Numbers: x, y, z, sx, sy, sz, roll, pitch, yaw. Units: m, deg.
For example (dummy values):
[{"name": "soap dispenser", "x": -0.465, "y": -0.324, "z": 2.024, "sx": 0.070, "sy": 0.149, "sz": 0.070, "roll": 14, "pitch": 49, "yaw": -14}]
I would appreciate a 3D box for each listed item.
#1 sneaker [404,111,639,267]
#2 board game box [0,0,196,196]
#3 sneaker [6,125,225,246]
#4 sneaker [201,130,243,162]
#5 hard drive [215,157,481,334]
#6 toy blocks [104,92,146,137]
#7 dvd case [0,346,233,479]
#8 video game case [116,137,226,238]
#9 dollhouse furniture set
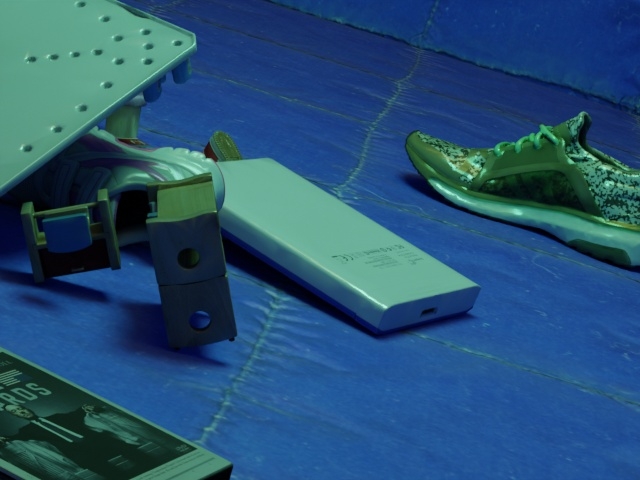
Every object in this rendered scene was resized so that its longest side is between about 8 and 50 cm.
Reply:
[{"name": "sneaker", "x": 0.325, "y": -0.110, "z": 2.380, "sx": 0.410, "sy": 0.182, "sz": 0.158, "roll": 20, "pitch": 16, "yaw": 13}, {"name": "board game box", "x": -0.391, "y": -0.158, "z": 1.718, "sx": 0.390, "sy": 0.050, "sz": 0.390, "roll": 26, "pitch": 50, "yaw": 29}, {"name": "sneaker", "x": -0.235, "y": -0.056, "z": 1.772, "sx": 0.252, "sy": 0.103, "sz": 0.111, "roll": 8, "pitch": 30, "yaw": 10}, {"name": "sneaker", "x": -0.121, "y": -0.072, "z": 2.076, "sx": 0.042, "sy": 0.067, "sz": 0.118, "roll": 6, "pitch": 49, "yaw": -39}, {"name": "hard drive", "x": 0.000, "y": 0.000, "z": 1.875, "sx": 0.318, "sy": 0.040, "sz": 0.210, "roll": 32, "pitch": 22, "yaw": 27}, {"name": "toy blocks", "x": -0.361, "y": -0.284, "z": 2.059, "sx": 0.308, "sy": 0.260, "sz": 0.288, "roll": -2, "pitch": 19, "yaw": -37}, {"name": "dvd case", "x": -0.208, "y": 0.148, "z": 1.238, "sx": 0.238, "sy": 0.030, "sz": 0.179, "roll": 24, "pitch": 17, "yaw": 22}, {"name": "video game case", "x": -0.206, "y": -0.065, "z": 1.978, "sx": 0.285, "sy": 0.025, "sz": 0.204, "roll": 29, "pitch": 20, "yaw": 37}, {"name": "dollhouse furniture set", "x": -0.180, "y": 0.028, "z": 1.560, "sx": 0.183, "sy": 0.129, "sz": 0.129, "roll": -10, "pitch": 19, "yaw": -3}]
